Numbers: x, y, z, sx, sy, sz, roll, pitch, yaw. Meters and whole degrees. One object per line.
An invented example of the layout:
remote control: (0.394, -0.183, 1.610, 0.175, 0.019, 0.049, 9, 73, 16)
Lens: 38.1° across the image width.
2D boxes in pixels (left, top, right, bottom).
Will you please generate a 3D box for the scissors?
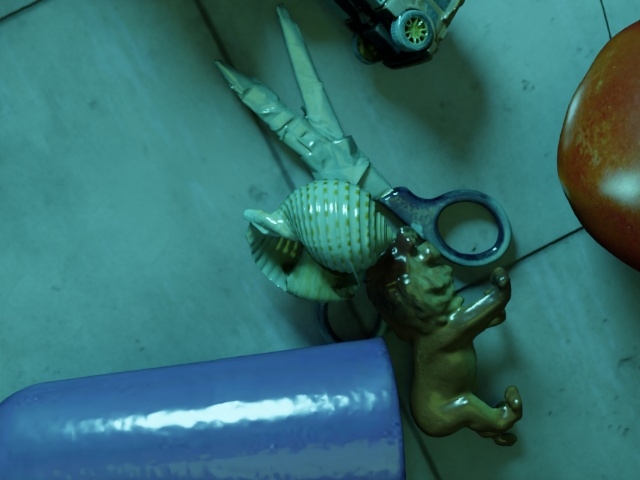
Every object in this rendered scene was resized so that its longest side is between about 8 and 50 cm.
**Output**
scissors: (0.030, -0.078, 1.037, 0.256, 0.029, 0.383, -34, 103, 0)

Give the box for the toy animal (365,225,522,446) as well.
toy animal: (0.141, 0.126, 1.049, 0.157, 0.097, 0.312, -8, 110, 2)

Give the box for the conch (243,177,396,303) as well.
conch: (0.006, -0.002, 0.983, 0.102, 0.153, 0.135, -27, 120, -45)

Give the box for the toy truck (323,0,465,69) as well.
toy truck: (0.038, -0.303, 0.939, 0.256, 0.108, 0.140, 42, 74, -21)

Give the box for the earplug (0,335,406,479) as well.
earplug: (-0.141, 0.225, 0.992, 0.455, 0.215, 0.215, -3, 101, -3)

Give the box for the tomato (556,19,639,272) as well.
tomato: (0.412, -0.081, 0.951, 0.325, 0.290, 0.293, 35, 95, -18)
